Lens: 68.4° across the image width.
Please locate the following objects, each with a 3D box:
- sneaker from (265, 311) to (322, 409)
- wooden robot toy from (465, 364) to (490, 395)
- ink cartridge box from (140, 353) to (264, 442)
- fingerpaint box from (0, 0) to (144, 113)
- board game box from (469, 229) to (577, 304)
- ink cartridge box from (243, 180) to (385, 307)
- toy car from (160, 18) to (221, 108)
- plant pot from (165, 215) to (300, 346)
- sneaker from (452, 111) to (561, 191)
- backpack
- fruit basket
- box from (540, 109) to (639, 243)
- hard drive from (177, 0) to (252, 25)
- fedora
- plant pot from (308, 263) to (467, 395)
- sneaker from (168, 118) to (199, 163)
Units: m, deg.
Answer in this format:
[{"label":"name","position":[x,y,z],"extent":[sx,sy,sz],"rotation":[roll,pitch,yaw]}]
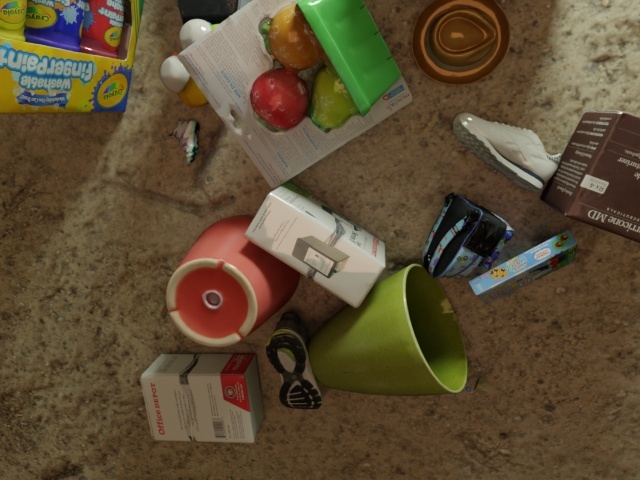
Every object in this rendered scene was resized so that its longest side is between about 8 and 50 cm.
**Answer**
[{"label":"sneaker","position":[-0.051,0.303,1.159],"extent":[0.111,0.121,0.299],"rotation":[-1,124,10]},{"label":"wooden robot toy","position":[0.314,0.336,1.143],"extent":[0.174,0.076,0.079],"rotation":[9,142,6]},{"label":"ink cartridge box","position":[-0.299,0.404,1.218],"extent":[0.273,0.114,0.196],"rotation":[-2,106,9]},{"label":"fingerpaint box","position":[-0.502,-0.429,0.850],"extent":[0.163,0.445,0.370],"rotation":[19,106,3]},{"label":"board game box","position":[0.427,0.064,0.993],"extent":[0.212,0.160,0.039],"rotation":[-30,65,16]},{"label":"ink cartridge box","position":[0.000,0.000,1.017],"extent":[0.273,0.198,0.114],"rotation":[33,106,-1]},{"label":"toy car","position":[-0.253,-0.380,0.997],"extent":[0.182,0.159,0.136],"rotation":[-54,55,18]},{"label":"plant pot","position":[-0.201,0.095,1.052],"extent":[0.275,0.243,0.274],"rotation":[2,105,8]},{"label":"sneaker","position":[0.381,-0.200,0.973],"extent":[0.235,0.090,0.094],"rotation":[35,95,-5]},{"label":"backpack","position":[0.297,0.008,0.995],"extent":[0.117,0.158,0.173],"rotation":[24,106,-15]},{"label":"fruit basket","position":[-0.041,-0.323,0.939],"extent":[0.353,0.165,0.327],"rotation":[-29,115,16]},{"label":"box","position":[0.569,-0.127,0.910],"extent":[0.169,0.167,0.203],"rotation":[21,107,3]},{"label":"hard drive","position":[-0.224,-0.579,0.969],"extent":[0.172,0.054,0.254],"rotation":[3,106,8]},{"label":"fedora","position":[0.279,-0.400,0.927],"extent":[0.195,0.079,0.194],"rotation":[2,106,8]},{"label":"plant pot","position":[0.127,0.228,1.047],"extent":[0.294,0.275,0.274],"rotation":[-24,100,29]},{"label":"sneaker","position":[-0.320,-0.231,1.091],"extent":[0.069,0.038,0.098],"rotation":[11,97,7]}]
